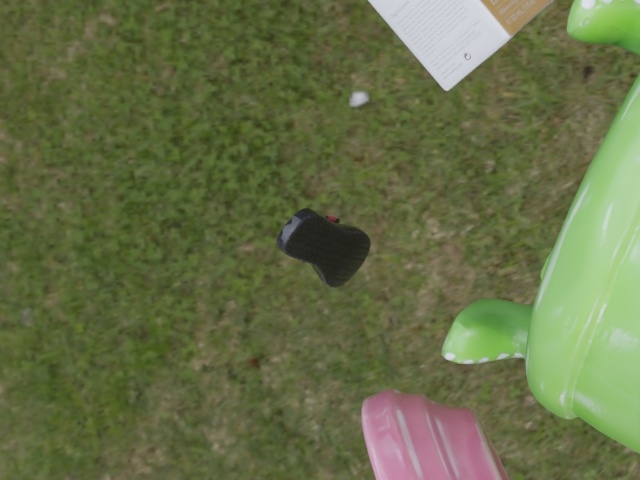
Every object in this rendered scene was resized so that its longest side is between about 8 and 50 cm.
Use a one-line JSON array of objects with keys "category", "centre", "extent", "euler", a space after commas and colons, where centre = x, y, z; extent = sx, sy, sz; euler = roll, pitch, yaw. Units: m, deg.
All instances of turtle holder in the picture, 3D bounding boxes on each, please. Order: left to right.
[{"category": "turtle holder", "centre": [0.226, -0.002, 0.543], "extent": [0.227, 0.320, 0.243], "euler": [27, 97, 21]}]

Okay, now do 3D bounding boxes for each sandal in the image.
[{"category": "sandal", "centre": [0.000, 0.000, 1.168], "extent": [0.040, 0.179, 0.067], "euler": [38, 92, 29]}]

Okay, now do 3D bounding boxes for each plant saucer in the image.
[{"category": "plant saucer", "centre": [0.134, 0.262, 0.908], "extent": [0.084, 0.332, 0.332], "euler": [-25, 83, 6]}]

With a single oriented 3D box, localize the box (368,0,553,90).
[{"category": "box", "centre": [0.111, -0.241, 1.006], "extent": [0.170, 0.130, 0.091], "euler": [49, 139, -4]}]
